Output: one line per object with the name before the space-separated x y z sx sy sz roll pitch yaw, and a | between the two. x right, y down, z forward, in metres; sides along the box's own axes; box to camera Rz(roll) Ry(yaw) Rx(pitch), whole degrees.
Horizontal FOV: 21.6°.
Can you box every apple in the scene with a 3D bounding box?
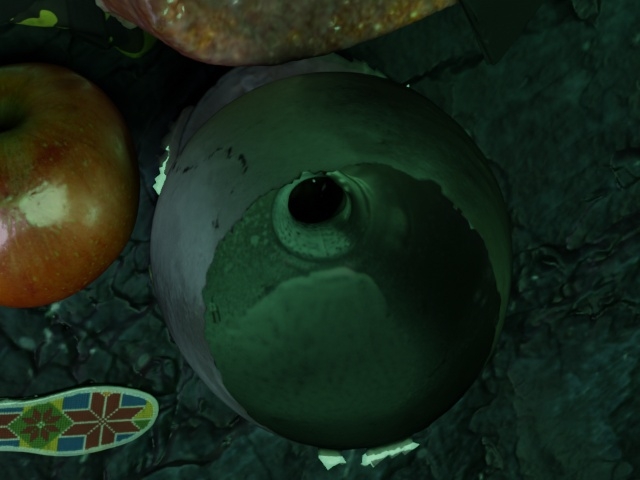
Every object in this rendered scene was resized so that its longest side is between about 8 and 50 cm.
apple | -0.198 -0.035 1.118 0.163 0.163 0.139 -24 135 -8

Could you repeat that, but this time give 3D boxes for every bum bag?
bum bag | -0.173 -0.181 1.099 0.232 0.060 0.107 11 112 -28

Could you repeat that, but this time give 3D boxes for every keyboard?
keyboard | 0.106 -0.198 1.111 0.074 0.015 0.196 -55 146 -15

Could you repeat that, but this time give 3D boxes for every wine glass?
wine glass | 0.000 0.000 1.079 0.238 0.323 0.238 -1 106 -3

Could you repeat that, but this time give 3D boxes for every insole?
insole | -0.219 0.142 1.306 0.193 0.006 0.065 -1 119 -23

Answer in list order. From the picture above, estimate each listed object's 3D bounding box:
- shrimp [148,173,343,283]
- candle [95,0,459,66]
shrimp | -0.053 -0.017 1.259 0.150 0.051 0.217 4 117 -16
candle | 0.010 -0.234 1.076 0.317 0.131 0.287 -54 136 2
